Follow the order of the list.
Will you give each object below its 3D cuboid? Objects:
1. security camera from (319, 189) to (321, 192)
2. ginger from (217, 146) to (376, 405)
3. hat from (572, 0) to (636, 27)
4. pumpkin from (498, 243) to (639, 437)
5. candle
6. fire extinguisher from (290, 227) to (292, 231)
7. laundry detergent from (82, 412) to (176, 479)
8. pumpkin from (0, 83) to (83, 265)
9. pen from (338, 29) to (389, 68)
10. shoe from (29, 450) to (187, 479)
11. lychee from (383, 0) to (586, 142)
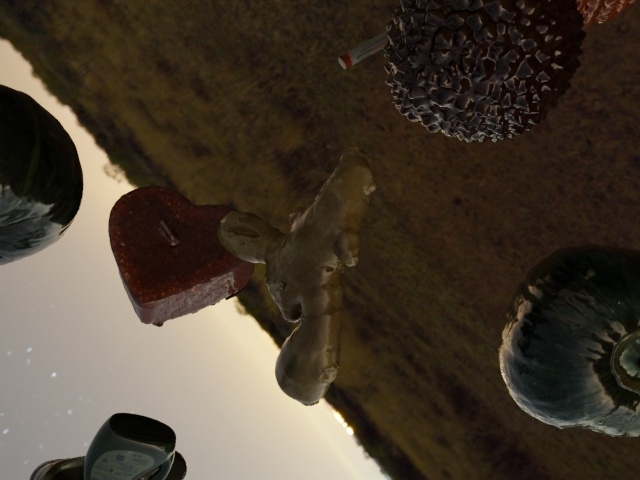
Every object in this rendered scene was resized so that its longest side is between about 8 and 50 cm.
[{"bbox_3d":[0.021,-0.120,1.788,0.058,0.058,0.092,41,173,44],"label":"security camera"},{"bbox_3d":[-0.016,0.063,0.914,0.348,0.122,0.363,-35,66,45],"label":"ginger"},{"bbox_3d":[0.442,-0.539,0.894,0.285,0.285,0.400,48,179,14],"label":"hat"},{"bbox_3d":[0.376,0.142,0.874,0.197,0.293,0.263,8,-162,-3],"label":"pumpkin"},{"bbox_3d":[-0.302,0.026,1.170,0.317,0.287,0.131,19,146,8],"label":"candle"},{"bbox_3d":[0.000,0.000,0.989,0.132,0.039,0.056,14,142,48],"label":"fire extinguisher"},{"bbox_3d":[-0.328,0.389,0.959,0.137,0.211,0.063,19,-160,-23],"label":"laundry detergent"},{"bbox_3d":[-0.470,-0.082,0.748,0.300,0.300,0.207,79,169,-72],"label":"pumpkin"},{"bbox_3d":[0.141,-0.381,1.055,0.028,0.239,0.028,60,177,6],"label":"pen"},{"bbox_3d":[-0.387,0.453,1.081,0.149,0.293,0.109,153,118,-63],"label":"shoe"},{"bbox_3d":[0.247,-0.297,0.886,0.306,0.306,0.330,51,-173,-6],"label":"lychee"}]
